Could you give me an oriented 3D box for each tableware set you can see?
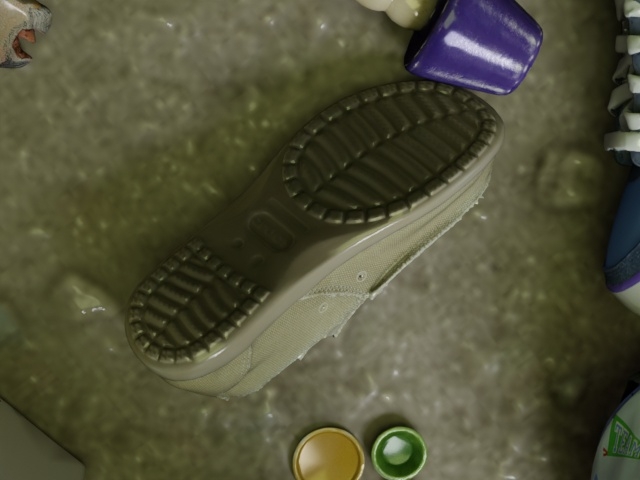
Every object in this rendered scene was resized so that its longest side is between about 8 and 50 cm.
[{"bbox_3d":[-0.002,0.176,0.900,0.154,0.024,0.104,-9,99,-5],"label":"tableware set"}]

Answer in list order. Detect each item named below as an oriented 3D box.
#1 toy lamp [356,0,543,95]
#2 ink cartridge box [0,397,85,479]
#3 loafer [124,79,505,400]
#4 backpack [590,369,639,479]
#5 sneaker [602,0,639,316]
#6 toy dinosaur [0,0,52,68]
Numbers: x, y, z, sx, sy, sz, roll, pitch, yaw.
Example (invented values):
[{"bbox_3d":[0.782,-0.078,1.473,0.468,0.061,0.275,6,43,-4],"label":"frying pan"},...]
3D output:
[{"bbox_3d":[0.006,-0.171,0.823,0.275,0.080,0.080,28,94,-10],"label":"toy lamp"},{"bbox_3d":[-0.265,0.227,0.788,0.115,0.198,0.273,39,93,-11],"label":"ink cartridge box"},{"bbox_3d":[0.000,0.000,0.842,0.268,0.092,0.102,-35,60,-13],"label":"loafer"},{"bbox_3d":[0.281,0.185,0.814,0.277,0.213,0.263,-18,122,-4],"label":"backpack"},{"bbox_3d":[0.191,-0.142,0.833,0.236,0.130,0.322,30,97,-2],"label":"sneaker"},{"bbox_3d":[-0.255,-0.243,0.769,0.200,0.127,0.295,-38,84,36],"label":"toy dinosaur"}]
